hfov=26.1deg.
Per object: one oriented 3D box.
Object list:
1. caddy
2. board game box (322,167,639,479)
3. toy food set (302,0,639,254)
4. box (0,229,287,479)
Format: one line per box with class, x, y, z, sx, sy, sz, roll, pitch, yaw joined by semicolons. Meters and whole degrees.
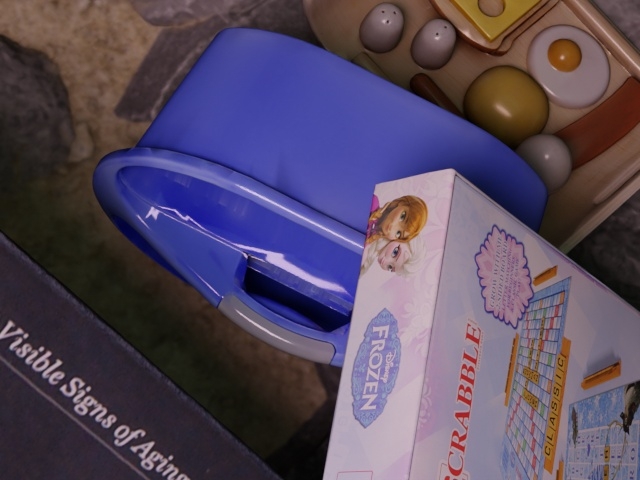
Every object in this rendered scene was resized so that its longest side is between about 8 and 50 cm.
caddy;0.000;0.000;1.025;0.341;0.241;0.179;26;69;0
board game box;0.127;0.166;0.865;0.318;0.066;0.319;33;58;-41
toy food set;0.165;-0.157;1.162;0.220;0.092;0.306;-40;85;-15
box;-0.277;0.248;0.815;0.480;0.297;0.472;45;74;-21
